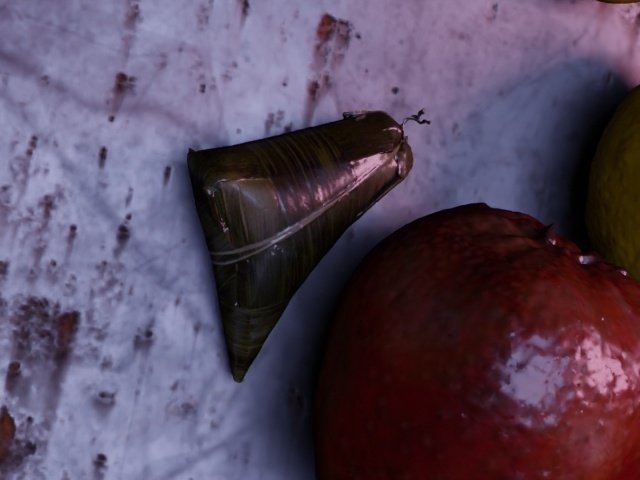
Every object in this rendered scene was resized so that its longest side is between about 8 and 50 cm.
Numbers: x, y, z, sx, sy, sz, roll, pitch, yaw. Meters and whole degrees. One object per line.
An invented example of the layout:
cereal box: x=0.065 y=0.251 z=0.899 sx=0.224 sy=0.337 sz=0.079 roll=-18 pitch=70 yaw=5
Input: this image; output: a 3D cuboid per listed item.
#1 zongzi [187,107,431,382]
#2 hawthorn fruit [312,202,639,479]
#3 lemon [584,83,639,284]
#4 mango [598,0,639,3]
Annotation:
zongzi: x=0.000 y=0.000 z=1.082 sx=0.187 sy=0.084 sz=0.184 roll=-16 pitch=110 yaw=-20
hawthorn fruit: x=0.112 y=0.130 z=1.020 sx=0.265 sy=0.265 sz=0.307 roll=29 pitch=100 yaw=-15
lemon: x=0.310 y=-0.036 z=1.104 sx=0.204 sy=0.204 sz=0.260 roll=7 pitch=85 yaw=-17
mango: x=0.280 y=-0.280 z=1.149 sx=0.227 sy=0.099 sz=0.136 roll=-43 pitch=99 yaw=-21
